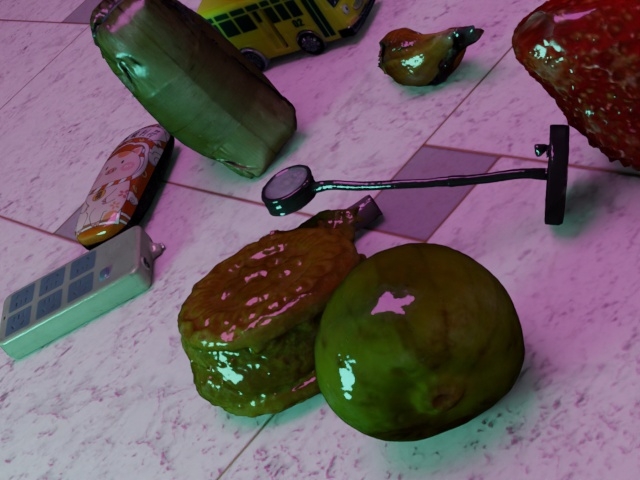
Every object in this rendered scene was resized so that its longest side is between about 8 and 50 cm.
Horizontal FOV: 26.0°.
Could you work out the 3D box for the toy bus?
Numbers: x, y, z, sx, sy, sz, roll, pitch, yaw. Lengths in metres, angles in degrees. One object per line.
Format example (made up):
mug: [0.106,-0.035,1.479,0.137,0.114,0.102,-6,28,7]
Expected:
toy bus: [-0.057,-0.374,2.194,0.262,0.150,0.128,-11,40,37]

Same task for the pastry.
pastry: [-0.048,0.088,1.570,0.240,0.132,0.235,-19,24,15]

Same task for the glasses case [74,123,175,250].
glasses case: [-0.297,-0.085,2.118,0.103,0.067,0.266,-17,35,28]

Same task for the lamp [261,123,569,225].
lamp: [0.113,-0.042,1.548,0.371,0.108,0.130,-13,36,22]

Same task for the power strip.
power strip: [-0.344,0.073,1.967,0.270,0.046,0.118,-28,31,14]

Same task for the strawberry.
strawberry: [0.349,-0.205,1.443,0.261,0.257,0.261,-35,24,18]

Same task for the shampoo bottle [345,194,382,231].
shampoo bottle: [0.000,0.000,1.713,0.165,0.040,0.080,-34,28,7]

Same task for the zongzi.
zongzi: [-0.216,-0.266,2.051,0.160,0.323,0.360,-44,26,2]

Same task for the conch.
conch: [0.143,-0.248,1.874,0.233,0.086,0.080,10,94,49]

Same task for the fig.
fig: [0.087,0.082,1.347,0.203,0.203,0.225,-29,37,13]
